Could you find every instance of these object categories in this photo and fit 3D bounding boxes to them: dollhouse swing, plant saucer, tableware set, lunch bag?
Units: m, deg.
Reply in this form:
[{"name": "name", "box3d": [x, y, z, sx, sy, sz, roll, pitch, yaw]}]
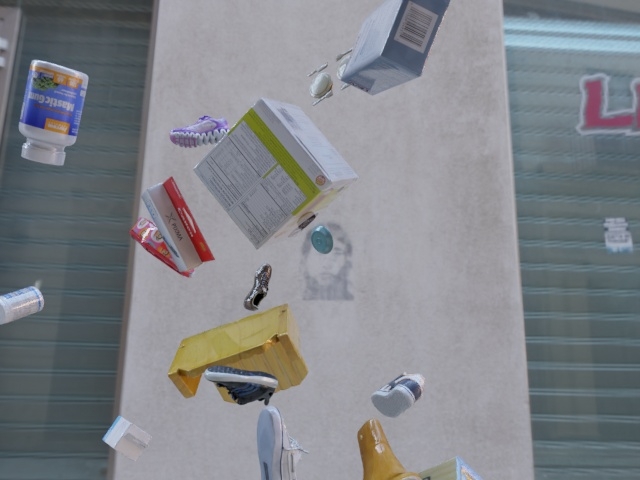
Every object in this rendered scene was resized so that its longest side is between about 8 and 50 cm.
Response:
[{"name": "dollhouse swing", "box3d": [-0.209, 0.401, 1.652, 0.346, 0.305, 0.315, -19, 16, 2]}, {"name": "plant saucer", "box3d": [0.000, 0.000, 2.219, 0.119, 0.119, 0.021, -13, 6, 45]}, {"name": "tableware set", "box3d": [0.050, -0.495, 1.707, 0.194, 0.128, 0.039, -22, -27, 31]}, {"name": "lunch bag", "box3d": [-0.643, 0.035, 2.356, 0.258, 0.120, 0.293, 26, -15, 46]}]

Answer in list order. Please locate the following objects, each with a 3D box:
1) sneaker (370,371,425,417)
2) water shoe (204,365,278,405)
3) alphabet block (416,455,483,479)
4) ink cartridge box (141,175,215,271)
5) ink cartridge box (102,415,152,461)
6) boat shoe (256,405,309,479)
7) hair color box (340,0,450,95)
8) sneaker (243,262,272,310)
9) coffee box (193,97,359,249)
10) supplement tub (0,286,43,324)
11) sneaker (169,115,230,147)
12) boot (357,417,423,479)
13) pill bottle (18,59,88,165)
[{"name": "sneaker", "box3d": [0.311, 0.602, 2.178, 0.127, 0.126, 0.321, -37, -6, -29]}, {"name": "water shoe", "box3d": [-0.183, 0.343, 1.292, 0.203, 0.080, 0.073, 20, -6, -40]}, {"name": "alphabet block", "box3d": [0.325, 0.707, 1.416, 0.197, 0.193, 0.192, -37, -74, 27]}, {"name": "ink cartridge box", "box3d": [-0.469, -0.045, 1.809, 0.066, 0.296, 0.261, -29, 8, -25]}, {"name": "ink cartridge box", "box3d": [-0.617, 0.636, 1.787, 0.092, 0.090, 0.143, 45, -27, -25]}, {"name": "boat shoe", "box3d": [-0.117, 0.733, 1.910, 0.156, 0.367, 0.135, -8, 5, -34]}, {"name": "hair color box", "box3d": [0.174, -0.496, 1.416, 0.113, 0.185, 0.374, 21, 3, -14]}, {"name": "sneaker", "box3d": [-0.213, 0.175, 2.053, 0.071, 0.188, 0.066, 7, -22, 45]}, {"name": "coffee box", "box3d": [-0.135, -0.216, 1.829, 0.334, 0.338, 0.337, -42, -7, 19]}, {"name": "supplement tub", "box3d": [-0.776, 0.165, 1.428, 0.071, 0.071, 0.107, -7, 9, 32]}, {"name": "sneaker", "box3d": [-0.442, -0.409, 2.065, 0.236, 0.105, 0.095, -8, -15, -20]}, {"name": "boot", "box3d": [0.135, 0.488, 1.226, 0.104, 0.211, 0.295, 0, -41, -11]}, {"name": "pill bottle", "box3d": [-0.767, -0.359, 1.591, 0.152, 0.272, 0.152, 14, 7, -2]}]
